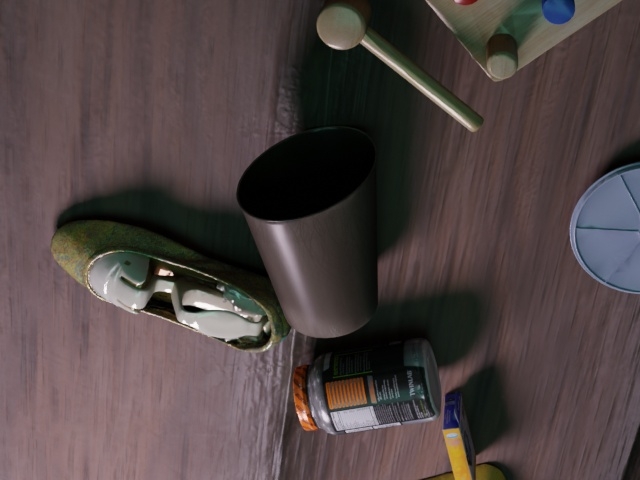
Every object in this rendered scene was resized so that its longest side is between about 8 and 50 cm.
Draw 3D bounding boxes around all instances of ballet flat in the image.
[{"bbox_3d":[-0.202,0.065,1.910,0.348,0.123,0.123,18,122,-4],"label":"ballet flat"}]

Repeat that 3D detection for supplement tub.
[{"bbox_3d":[0.065,0.204,1.962,0.190,0.117,0.117,-10,120,13],"label":"supplement tub"}]

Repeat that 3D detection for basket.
[{"bbox_3d":[0.000,0.000,1.821,0.154,0.204,0.227,22,139,33],"label":"basket"}]

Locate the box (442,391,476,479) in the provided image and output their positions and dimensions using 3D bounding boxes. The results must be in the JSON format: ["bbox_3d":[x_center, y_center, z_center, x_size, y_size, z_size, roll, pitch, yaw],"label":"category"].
[{"bbox_3d":[0.196,0.282,2.015,0.028,0.081,0.136,-10,119,13],"label":"box"}]

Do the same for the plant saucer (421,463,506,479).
[{"bbox_3d":[0.170,0.522,2.167,0.332,0.081,0.333,-18,117,17],"label":"plant saucer"}]

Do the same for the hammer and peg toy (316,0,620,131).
[{"bbox_3d":[0.188,-0.307,1.628,0.361,0.127,0.266,-34,114,24],"label":"hammer and peg toy"}]

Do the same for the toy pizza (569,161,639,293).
[{"bbox_3d":[0.423,-0.019,1.832,0.201,0.032,0.201,3,123,4],"label":"toy pizza"}]
